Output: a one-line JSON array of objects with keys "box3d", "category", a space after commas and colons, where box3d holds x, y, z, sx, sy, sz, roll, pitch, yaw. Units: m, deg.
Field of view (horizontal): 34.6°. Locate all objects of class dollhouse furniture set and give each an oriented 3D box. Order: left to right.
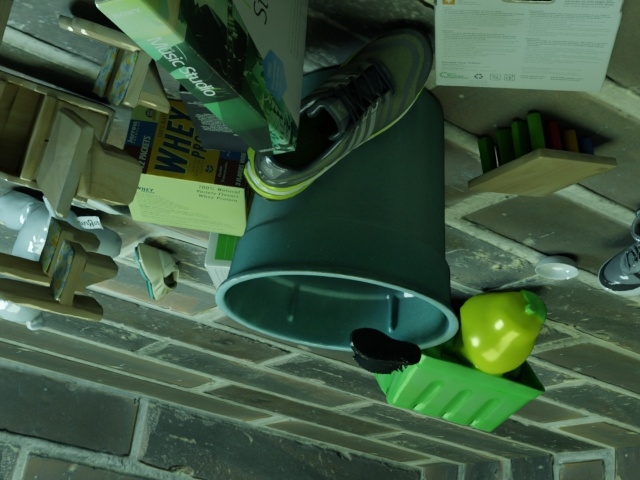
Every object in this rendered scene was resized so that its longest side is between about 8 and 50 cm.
[{"box3d": [-0.402, -0.135, 1.423, 0.256, 0.362, 0.394, 16, -174, -24], "category": "dollhouse furniture set"}]

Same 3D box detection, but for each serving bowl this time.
[{"box3d": [0.459, 0.048, 1.991, 0.083, 0.027, 0.083, 6, 158, 2], "category": "serving bowl"}]

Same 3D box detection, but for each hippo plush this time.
[{"box3d": [-0.524, 0.054, 1.971, 0.234, 0.237, 0.294, 29, 169, -34], "category": "hippo plush"}]

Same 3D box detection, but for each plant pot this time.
[{"box3d": [0.040, -0.045, 1.493, 0.341, 0.334, 0.341, 6, 158, 2], "category": "plant pot"}]

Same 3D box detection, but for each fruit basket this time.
[{"box3d": [0.331, 0.216, 2.245, 0.392, 0.283, 0.392, -8, 122, -13], "category": "fruit basket"}]

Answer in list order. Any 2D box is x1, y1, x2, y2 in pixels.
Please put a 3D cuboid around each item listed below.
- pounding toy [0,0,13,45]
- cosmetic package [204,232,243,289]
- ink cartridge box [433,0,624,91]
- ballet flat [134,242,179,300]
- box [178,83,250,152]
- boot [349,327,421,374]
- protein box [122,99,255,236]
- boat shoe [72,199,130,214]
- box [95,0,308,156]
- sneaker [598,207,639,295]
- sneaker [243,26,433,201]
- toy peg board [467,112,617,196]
[{"box3d": [-0.473, -0.246, 1.340, 0.181, 0.206, 0.094, -6, 154, 30], "category": "pounding toy"}, {"box3d": [0.000, 0.000, 1.805, 0.365, 0.197, 0.155, 4, 158, 6], "category": "cosmetic package"}, {"box3d": [0.252, -0.264, 1.268, 0.223, 0.045, 0.224, 4, 157, 8], "category": "ink cartridge box"}, {"box3d": [-0.353, 0.061, 2.249, 0.086, 0.086, 0.248, 8, 160, 0], "category": "ballet flat"}, {"box3d": [-0.115, -0.219, 1.354, 0.093, 0.156, 0.158, 5, 158, 9], "category": "box"}, {"box3d": [0.079, 0.164, 1.497, 0.121, 0.045, 0.099, 16, 160, -21], "category": "boot"}, {"box3d": [-0.206, -0.116, 1.664, 0.199, 0.136, 0.201, 8, 159, 0], "category": "protein box"}, {"box3d": [-0.439, -0.122, 1.764, 0.103, 0.118, 0.320, -2, 164, 24], "category": "boat shoe"}, {"box3d": [-0.114, -0.267, 1.134, 0.058, 0.232, 0.322, -10, 153, 27], "category": "box"}, {"box3d": [0.565, 0.011, 1.778, 0.153, 0.101, 0.268, 23, 148, -32], "category": "sneaker"}, {"box3d": [0.034, -0.163, 1.300, 0.111, 0.300, 0.121, 47, 172, -5], "category": "sneaker"}, {"box3d": [0.331, -0.131, 1.558, 0.160, 0.079, 0.161, 3, 164, -33], "category": "toy peg board"}]
